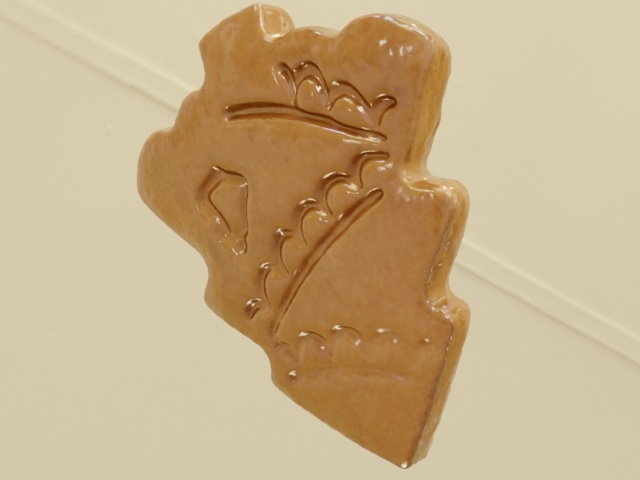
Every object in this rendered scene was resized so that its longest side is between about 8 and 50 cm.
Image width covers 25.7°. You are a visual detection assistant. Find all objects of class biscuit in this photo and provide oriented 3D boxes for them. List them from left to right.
[{"bbox_3d":[0.000,0.000,0.886,0.043,0.284,0.306,-19,-95,-47],"label":"biscuit"}]
